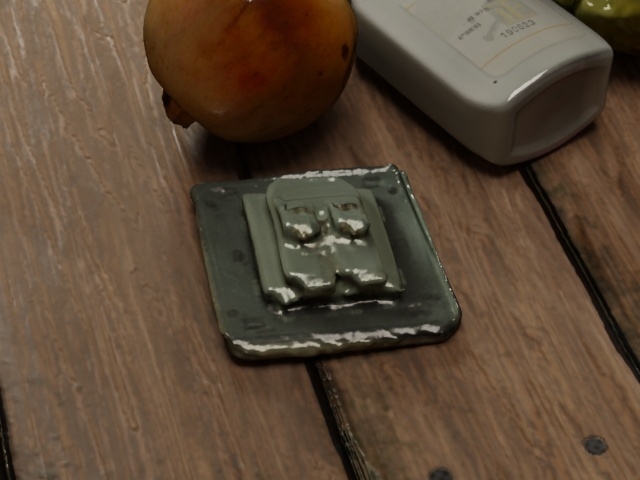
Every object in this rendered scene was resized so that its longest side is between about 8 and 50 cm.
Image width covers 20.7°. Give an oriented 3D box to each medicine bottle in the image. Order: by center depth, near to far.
[{"bbox_3d":[0.123,-0.197,1.634,0.161,0.111,0.296,-28,53,-26],"label":"medicine bottle"}]

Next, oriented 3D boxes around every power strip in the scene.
[{"bbox_3d":[0.000,0.000,1.452,0.198,0.064,0.213,-7,43,-12],"label":"power strip"}]

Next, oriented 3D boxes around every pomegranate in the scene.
[{"bbox_3d":[-0.064,-0.178,1.554,0.191,0.191,0.191,1,44,-1],"label":"pomegranate"}]

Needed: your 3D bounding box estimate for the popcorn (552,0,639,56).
[{"bbox_3d":[0.308,-0.272,1.667,0.235,0.217,0.181,-5,68,-22],"label":"popcorn"}]
